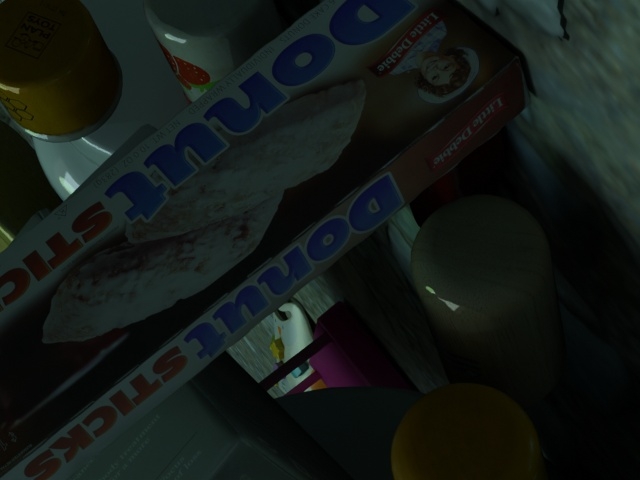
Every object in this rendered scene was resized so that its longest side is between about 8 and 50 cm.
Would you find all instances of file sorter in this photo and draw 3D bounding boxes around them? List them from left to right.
[{"bbox_3d":[0.028,0.220,1.041,0.291,0.182,0.202,51,172,8],"label":"file sorter"}]

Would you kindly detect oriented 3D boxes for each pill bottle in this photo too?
[{"bbox_3d":[-0.057,-0.044,0.664,0.112,0.112,0.187,51,171,11],"label":"pill bottle"}]

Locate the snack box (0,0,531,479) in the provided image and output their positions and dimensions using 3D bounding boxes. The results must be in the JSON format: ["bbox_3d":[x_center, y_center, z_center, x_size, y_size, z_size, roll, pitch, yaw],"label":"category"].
[{"bbox_3d":[-0.030,-0.005,0.453,0.064,0.178,0.022,45,171,39],"label":"snack box"}]

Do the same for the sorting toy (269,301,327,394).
[{"bbox_3d":[-0.018,0.072,1.203,0.083,0.045,0.075,-145,39,-64],"label":"sorting toy"}]

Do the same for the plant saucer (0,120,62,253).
[{"bbox_3d":[-0.160,0.084,0.870,0.333,0.081,0.332,48,138,-13],"label":"plant saucer"}]

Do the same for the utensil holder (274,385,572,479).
[{"bbox_3d":[0.064,0.264,0.596,0.327,0.327,0.385,58,173,-30],"label":"utensil holder"}]

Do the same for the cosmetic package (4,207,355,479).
[{"bbox_3d":[-0.071,0.091,0.561,0.107,0.127,0.238,39,180,-26],"label":"cosmetic package"}]

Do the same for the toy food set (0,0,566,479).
[{"bbox_3d":[0.000,0.000,0.524,0.232,0.111,0.104,38,167,26],"label":"toy food set"}]
